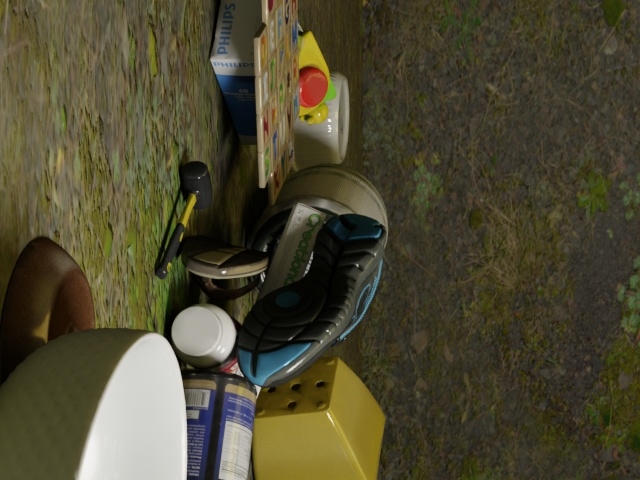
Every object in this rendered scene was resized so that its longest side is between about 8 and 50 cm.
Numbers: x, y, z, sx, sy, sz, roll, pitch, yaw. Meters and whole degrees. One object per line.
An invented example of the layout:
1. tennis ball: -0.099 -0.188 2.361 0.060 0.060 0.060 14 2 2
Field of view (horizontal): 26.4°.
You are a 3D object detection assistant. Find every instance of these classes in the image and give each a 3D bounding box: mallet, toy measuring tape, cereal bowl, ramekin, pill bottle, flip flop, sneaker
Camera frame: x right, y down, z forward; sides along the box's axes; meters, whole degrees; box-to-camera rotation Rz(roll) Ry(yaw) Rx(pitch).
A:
1. mallet: -0.178 -0.030 1.750 0.190 0.039 0.062 -71 163 -52
2. toy measuring tape: -0.068 -0.311 2.268 0.121 0.121 0.330 -80 152 -43
3. cereal bowl: -0.219 0.236 1.140 0.339 0.141 0.339 4 90 -80
4. ramekin: -0.008 -0.233 2.598 0.207 0.109 0.207 2 90 -82
5. pill bottle: -0.149 0.130 1.807 0.152 0.086 0.086 59 34 -75
6. pill bottle: -0.150 0.280 1.711 0.123 0.122 0.219 74 21 -65
7. flip flop: -0.131 0.043 1.905 0.277 0.112 0.080 1 106 -87
8. sneaker: 0.003 0.107 1.874 0.341 0.125 0.140 -48 145 -44

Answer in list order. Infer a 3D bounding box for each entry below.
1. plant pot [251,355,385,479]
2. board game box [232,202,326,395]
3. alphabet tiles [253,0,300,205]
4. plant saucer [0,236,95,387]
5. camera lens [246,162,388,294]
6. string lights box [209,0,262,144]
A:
1. plant pot: -0.019 0.326 2.417 0.212 0.212 0.187 -77 154 -51
2. board game box: -0.076 0.110 2.013 0.193 0.053 0.305 117 -6 -77
3. alphabet tiles: -0.061 -0.241 2.031 0.285 0.011 0.343 -69 161 -61
4. plant saucer: -0.249 0.097 1.283 0.198 0.036 0.199 2 90 -81
5. camera lens: 0.000 0.000 2.329 0.274 0.219 0.219 -65 156 -69
6. string lights box: -0.100 -0.261 2.065 0.260 0.076 0.133 73 22 -65
